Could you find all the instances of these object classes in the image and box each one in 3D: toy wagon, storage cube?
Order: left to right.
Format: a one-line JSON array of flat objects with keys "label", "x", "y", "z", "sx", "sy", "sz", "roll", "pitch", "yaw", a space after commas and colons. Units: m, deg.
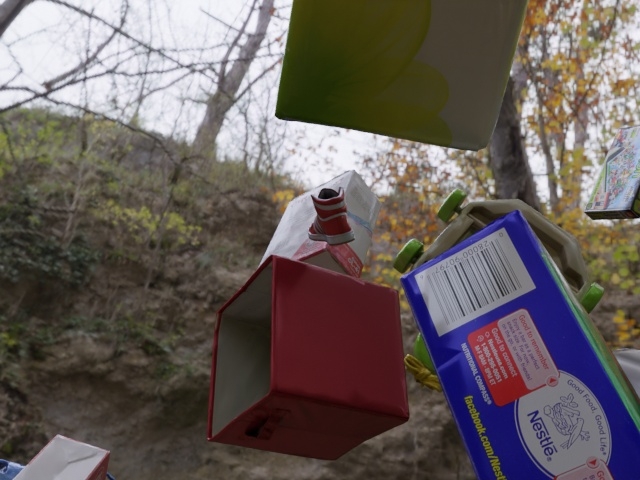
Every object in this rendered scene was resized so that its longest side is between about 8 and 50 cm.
[{"label": "storage cube", "x": -0.019, "y": 0.161, "z": 0.948, "sx": 0.193, "sy": 0.215, "sz": 0.183, "roll": 17, "pitch": -39, "yaw": -26}, {"label": "toy wagon", "x": 0.236, "y": 0.085, "z": 1.072, "sx": 0.267, "sy": 0.344, "sz": 0.068, "roll": 37, "pitch": -24, "yaw": 15}]

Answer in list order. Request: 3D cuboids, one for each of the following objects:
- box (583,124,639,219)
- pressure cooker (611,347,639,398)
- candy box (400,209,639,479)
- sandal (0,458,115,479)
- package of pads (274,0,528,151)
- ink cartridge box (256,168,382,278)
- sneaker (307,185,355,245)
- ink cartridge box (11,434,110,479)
[{"label": "box", "x": 0.615, "y": -0.137, "z": 1.460, "sx": 0.036, "sy": 0.207, "sz": 0.114, "roll": 34, "pitch": -17, "yaw": -25}, {"label": "pressure cooker", "x": 0.509, "y": 0.360, "z": 0.944, "sx": 0.369, "sy": 0.376, "sz": 0.420, "roll": 21, "pitch": -2, "yaw": -21}, {"label": "candy box", "x": 0.215, "y": 0.170, "z": 0.607, "sx": 0.122, "sy": 0.268, "sz": 0.317, "roll": -29, "pitch": -39, "yaw": 15}, {"label": "sandal", "x": -0.437, "y": 0.391, "z": 1.108, "sx": 0.317, "sy": 0.138, "sz": 0.126, "roll": 6, "pitch": -84, "yaw": 18}, {"label": "package of pads", "x": 0.089, "y": -0.248, "z": 0.719, "sx": 0.229, "sy": 0.101, "sz": 0.297, "roll": 10, "pitch": -71, "yaw": -6}, {"label": "ink cartridge box", "x": 0.000, "y": 0.000, "z": 1.721, "sx": 0.226, "sy": 0.306, "sz": 0.131, "roll": -24, "pitch": -63, "yaw": 34}, {"label": "sneaker", "x": 0.007, "y": -0.033, "z": 0.884, "sx": 0.042, "sy": 0.118, "sz": 0.067, "roll": -17, "pitch": -80, "yaw": -16}, {"label": "ink cartridge box", "x": -0.283, "y": 0.319, "z": 0.752, "sx": 0.067, "sy": 0.115, "sz": 0.198, "roll": 16, "pitch": -72, "yaw": 5}]
